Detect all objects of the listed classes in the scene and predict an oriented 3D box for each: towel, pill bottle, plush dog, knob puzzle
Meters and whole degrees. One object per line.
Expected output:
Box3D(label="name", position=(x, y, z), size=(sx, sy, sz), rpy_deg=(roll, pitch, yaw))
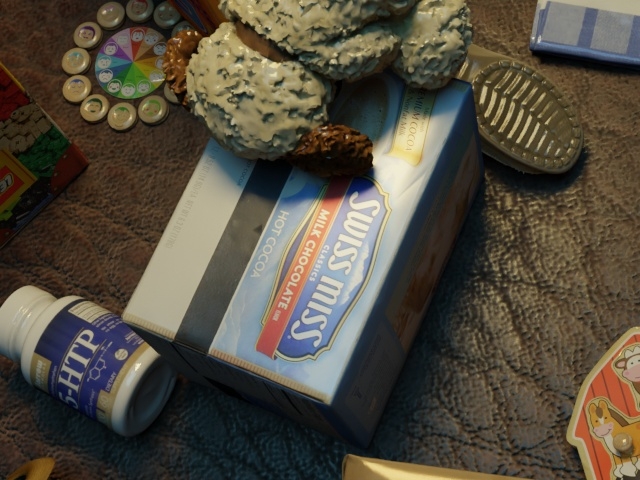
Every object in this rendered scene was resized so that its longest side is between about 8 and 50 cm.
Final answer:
Box3D(label="towel", position=(0.364, -0.327, 1.392), size=(0.209, 0.034, 0.285), rpy_deg=(11, 75, 12))
Box3D(label="pill bottle", position=(-0.257, 0.124, 1.311), size=(0.187, 0.112, 0.112), rpy_deg=(24, 77, 18))
Box3D(label="plush dog", position=(-0.026, -0.177, 1.098), size=(0.262, 0.210, 0.225), rpy_deg=(31, 100, 20))
Box3D(label="knob puzzle", position=(0.328, 0.159, 1.187), size=(0.213, 0.030, 0.213), rpy_deg=(-21, 45, 23))

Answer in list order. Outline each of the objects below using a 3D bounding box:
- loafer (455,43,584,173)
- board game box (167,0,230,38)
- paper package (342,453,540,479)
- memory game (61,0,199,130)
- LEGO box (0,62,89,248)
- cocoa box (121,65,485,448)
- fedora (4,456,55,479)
Box3D(label="loafer", position=(0.169, -0.161, 1.344), size=(0.268, 0.092, 0.102), rpy_deg=(34, 82, 4))
Box3D(label="board game box", position=(-0.089, -0.468, 1.331), size=(0.356, 0.356, 0.356), rpy_deg=(-40, 58, -4))
Box3D(label="paper package", position=(0.181, 0.313, 1.050), size=(0.325, 0.309, 0.168), rpy_deg=(5, 69, 12))
Box3D(label="memory game", position=(-0.229, -0.219, 1.482), size=(0.186, 0.012, 0.186), rpy_deg=(-4, 70, 10))
Box3D(label="LEGO box", position=(-0.542, -0.244, 1.360), size=(0.193, 0.372, 0.500), rpy_deg=(-45, 69, -7))
Box3D(label="cocoa box", position=(0.000, 0.000, 1.239), size=(0.228, 0.231, 0.347), rpy_deg=(20, 75, 18))
Box3D(label="fedora", position=(-0.324, 0.316, 1.254), size=(0.079, 0.194, 0.194), rpy_deg=(44, 82, -13))
